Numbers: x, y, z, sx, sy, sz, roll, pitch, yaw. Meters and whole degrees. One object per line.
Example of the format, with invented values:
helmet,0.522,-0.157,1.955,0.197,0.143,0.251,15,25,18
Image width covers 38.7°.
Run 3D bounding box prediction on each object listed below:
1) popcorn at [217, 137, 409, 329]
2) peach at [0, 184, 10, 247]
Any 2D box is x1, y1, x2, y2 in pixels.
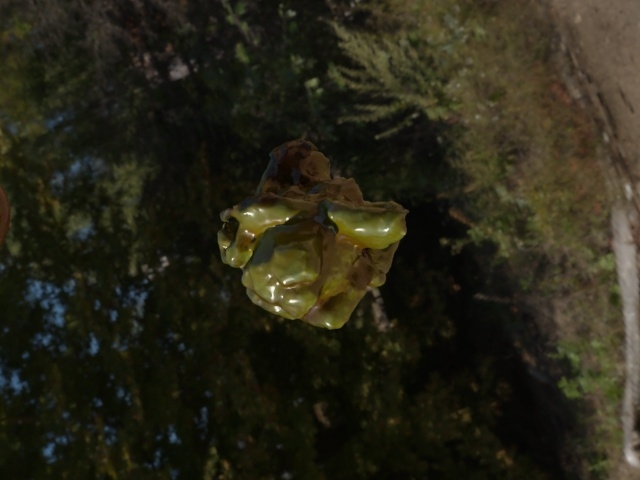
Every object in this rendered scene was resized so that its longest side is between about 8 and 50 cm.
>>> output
popcorn,0.006,0.009,1.565,0.321,0.326,0.289,33,121,37
peach,-0.637,-0.046,1.573,0.197,0.197,0.197,157,90,-89
